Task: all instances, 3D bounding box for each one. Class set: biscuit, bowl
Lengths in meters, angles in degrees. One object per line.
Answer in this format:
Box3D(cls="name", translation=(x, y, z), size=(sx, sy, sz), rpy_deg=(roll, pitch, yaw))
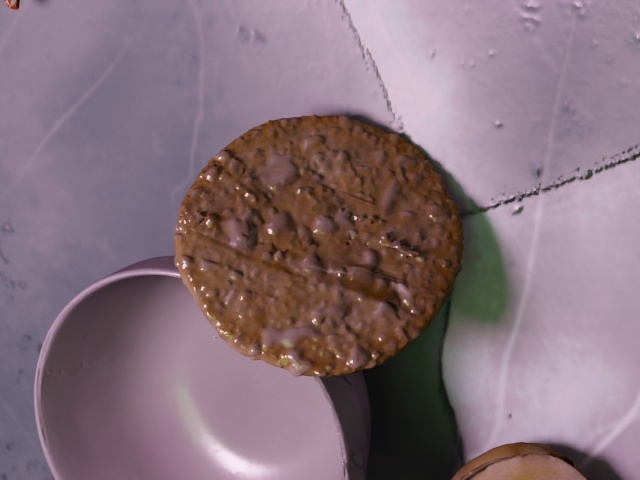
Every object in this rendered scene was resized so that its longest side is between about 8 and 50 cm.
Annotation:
Box3D(cls="biscuit", translation=(0.000, 0.001, 1.127), size=(0.220, 0.220, 0.033), rpy_deg=(38, 157, 12))
Box3D(cls="bowl", translation=(-0.077, 0.137, 1.240), size=(0.287, 0.144, 0.287), rpy_deg=(10, 112, 26))

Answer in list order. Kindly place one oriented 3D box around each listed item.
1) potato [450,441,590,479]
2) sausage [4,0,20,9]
Box3D(cls="potato", translation=(0.169, 0.255, 1.189), size=(0.164, 0.081, 0.200), rpy_deg=(-17, 94, 7))
Box3D(cls="sausage", translation=(-0.220, -0.302, 1.201), size=(0.083, 0.083, 0.264), rpy_deg=(30, 121, 16))
